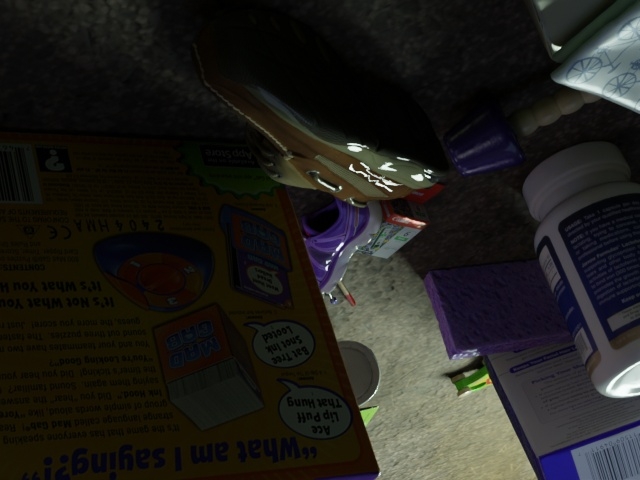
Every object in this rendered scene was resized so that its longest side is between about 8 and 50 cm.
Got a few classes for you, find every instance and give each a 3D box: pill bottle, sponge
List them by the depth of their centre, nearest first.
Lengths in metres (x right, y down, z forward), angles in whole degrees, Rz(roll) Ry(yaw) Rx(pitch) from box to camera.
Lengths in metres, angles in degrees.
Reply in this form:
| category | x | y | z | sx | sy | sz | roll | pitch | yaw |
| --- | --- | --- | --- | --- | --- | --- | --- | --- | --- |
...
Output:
| category | x | y | z | sx | sy | sz | roll | pitch | yaw |
| --- | --- | --- | --- | --- | --- | --- | --- | --- | --- |
| pill bottle | 0.332 | 0.029 | 1.335 | 0.153 | 0.265 | 0.153 | -14 | 152 | -8 |
| sponge | 0.243 | 0.085 | 1.528 | 0.210 | 0.117 | 0.031 | -6 | 149 | -22 |

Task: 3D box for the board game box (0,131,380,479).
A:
| category | x | y | z | sx | sy | sz | roll | pitch | yaw |
| --- | --- | --- | --- | --- | --- | --- | --- | --- | --- |
| board game box | -0.221 | 0.148 | 1.117 | 0.356 | 0.356 | 0.356 | 1 | 146 | -30 |

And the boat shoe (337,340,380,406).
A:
| category | x | y | z | sx | sy | sz | roll | pitch | yaw |
| --- | --- | --- | --- | --- | --- | --- | --- | --- | --- |
| boat shoe | -0.081 | 0.215 | 1.565 | 0.340 | 0.127 | 0.113 | -24 | 173 | 5 |

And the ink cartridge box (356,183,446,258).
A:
| category | x | y | z | sx | sy | sz | roll | pitch | yaw |
| --- | --- | --- | --- | --- | --- | --- | --- | --- | --- |
| ink cartridge box | 0.088 | -0.025 | 1.341 | 0.062 | 0.029 | 0.115 | 12 | 139 | -42 |

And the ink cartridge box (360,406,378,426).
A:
| category | x | y | z | sx | sy | sz | roll | pitch | yaw |
| --- | --- | --- | --- | --- | --- | --- | --- | --- | --- |
| ink cartridge box | -0.027 | 0.366 | 1.849 | 0.255 | 0.097 | 0.189 | -12 | 149 | -25 |

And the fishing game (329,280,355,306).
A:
| category | x | y | z | sx | sy | sz | roll | pitch | yaw |
| --- | --- | --- | --- | --- | --- | --- | --- | --- | --- |
| fishing game | -0.086 | 0.108 | 1.457 | 0.264 | 0.041 | 0.189 | -21 | 153 | 4 |

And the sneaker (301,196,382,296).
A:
| category | x | y | z | sx | sy | sz | roll | pitch | yaw |
| --- | --- | --- | --- | --- | --- | --- | --- | --- | --- |
| sneaker | 0.000 | 0.000 | 1.318 | 0.071 | 0.068 | 0.170 | 17 | 128 | -25 |

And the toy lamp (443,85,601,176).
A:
| category | x | y | z | sx | sy | sz | roll | pitch | yaw |
| --- | --- | --- | --- | --- | --- | --- | --- | --- | --- |
| toy lamp | 0.255 | -0.146 | 1.188 | 0.274 | 0.080 | 0.080 | -26 | 150 | 10 |

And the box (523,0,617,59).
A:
| category | x | y | z | sx | sy | sz | roll | pitch | yaw |
| --- | --- | --- | --- | --- | --- | --- | --- | --- | --- |
| box | 0.295 | -0.265 | 0.988 | 0.275 | 0.094 | 0.113 | -24 | 151 | 10 |

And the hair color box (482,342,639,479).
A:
| category | x | y | z | sx | sy | sz | roll | pitch | yaw |
| --- | --- | --- | --- | --- | --- | --- | --- | --- | --- |
| hair color box | 0.334 | 0.196 | 1.555 | 0.185 | 0.339 | 0.110 | -20 | 117 | 2 |

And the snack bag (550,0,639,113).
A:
| category | x | y | z | sx | sy | sz | roll | pitch | yaw |
| --- | --- | --- | --- | --- | --- | --- | --- | --- | --- |
| snack bag | 0.411 | -0.205 | 1.027 | 0.342 | 0.037 | 0.323 | 11 | 140 | -44 |

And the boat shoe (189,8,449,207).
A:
| category | x | y | z | sx | sy | sz | roll | pitch | yaw |
| --- | --- | --- | --- | --- | --- | --- | --- | --- | --- |
| boat shoe | -0.007 | -0.097 | 1.074 | 0.120 | 0.123 | 0.324 | -31 | 148 | 26 |

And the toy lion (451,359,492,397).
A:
| category | x | y | z | sx | sy | sz | roll | pitch | yaw |
| --- | --- | --- | --- | --- | --- | --- | --- | --- | --- |
| toy lion | 0.266 | 0.210 | 1.848 | 0.100 | 0.034 | 0.096 | -35 | 155 | 27 |
